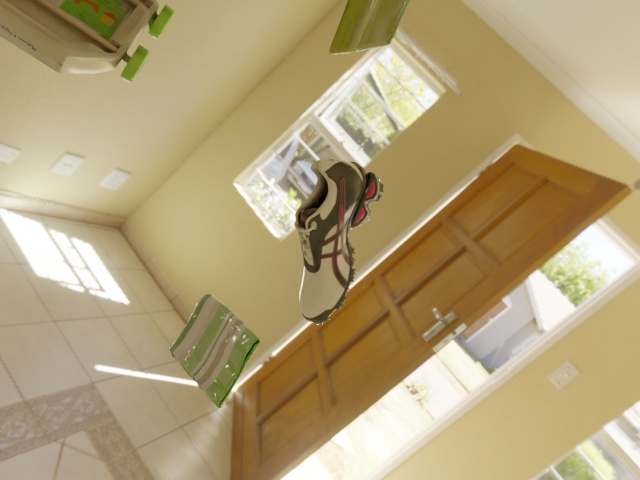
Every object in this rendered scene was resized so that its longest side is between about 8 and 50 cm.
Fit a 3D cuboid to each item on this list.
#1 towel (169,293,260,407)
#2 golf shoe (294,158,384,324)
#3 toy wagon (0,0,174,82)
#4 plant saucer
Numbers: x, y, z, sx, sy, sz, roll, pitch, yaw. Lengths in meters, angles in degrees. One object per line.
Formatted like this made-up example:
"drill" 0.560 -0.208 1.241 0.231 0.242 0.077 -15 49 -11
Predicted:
"towel" -0.157 0.152 0.716 0.023 0.113 0.152 30 -2 -43
"golf shoe" 0.000 0.000 0.804 0.120 0.272 0.105 13 6 -36
"toy wagon" -0.360 -0.399 0.755 0.267 0.068 0.344 33 49 -26
"plant saucer" 0.121 -0.474 1.040 0.045 0.188 0.188 44 46 17
